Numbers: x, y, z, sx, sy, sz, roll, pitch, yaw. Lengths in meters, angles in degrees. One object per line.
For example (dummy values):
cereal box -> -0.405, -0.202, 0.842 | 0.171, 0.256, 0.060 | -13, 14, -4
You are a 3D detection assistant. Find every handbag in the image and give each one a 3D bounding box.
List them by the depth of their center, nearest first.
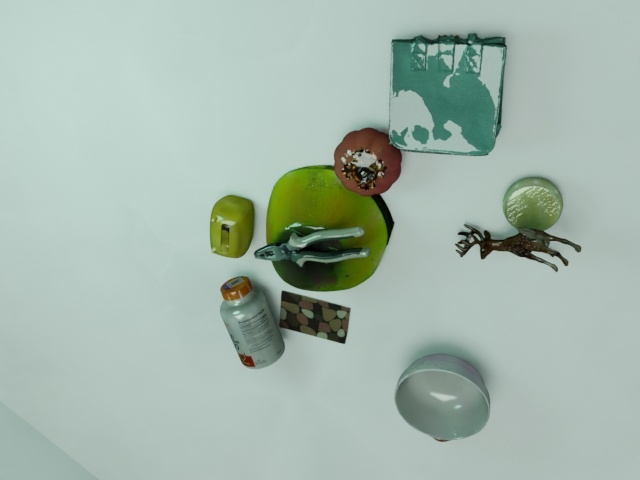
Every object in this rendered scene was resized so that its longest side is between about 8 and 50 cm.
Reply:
handbag -> 0.299, -0.344, 1.406 | 0.268, 0.100, 0.274 | 5, 121, 21

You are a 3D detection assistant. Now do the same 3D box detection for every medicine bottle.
medicine bottle -> -0.228, 0.260, 1.922 | 0.156, 0.157, 0.289 | -7, 117, 24

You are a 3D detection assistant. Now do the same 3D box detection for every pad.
pad -> -0.022, 0.251, 1.936 | 0.234, 0.003, 0.158 | 13, 123, 12

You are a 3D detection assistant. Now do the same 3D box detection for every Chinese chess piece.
Chinese chess piece -> 0.532, -0.089, 1.497 | 0.143, 0.058, 0.144 | 8, 120, 14

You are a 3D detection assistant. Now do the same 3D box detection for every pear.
pear -> -0.005, 0.000, 1.678 | 0.398, 0.165, 0.399 | 9, 122, 15

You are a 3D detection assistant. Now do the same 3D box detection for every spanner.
spanner -> -0.030, 0.022, 1.573 | 0.324, 0.040, 0.096 | -7, 117, 22

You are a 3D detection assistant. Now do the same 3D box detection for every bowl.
bowl -> 0.379, 0.460, 1.832 | 0.286, 0.144, 0.287 | 9, 122, 15

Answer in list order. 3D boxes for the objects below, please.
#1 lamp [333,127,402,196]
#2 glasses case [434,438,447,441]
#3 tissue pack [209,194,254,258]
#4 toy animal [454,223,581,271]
lamp -> 0.119, -0.197, 1.530 | 0.181, 0.140, 0.182 | 7, 117, 14
glasses case -> 0.443, 0.613, 1.958 | 0.073, 0.049, 0.194 | 42, 125, -8
tissue pack -> -0.267, -0.035, 1.777 | 0.123, 0.127, 0.178 | 14, 124, 9
toy animal -> 0.495, 0.004, 1.517 | 0.259, 0.087, 0.243 | 20, 157, -2
